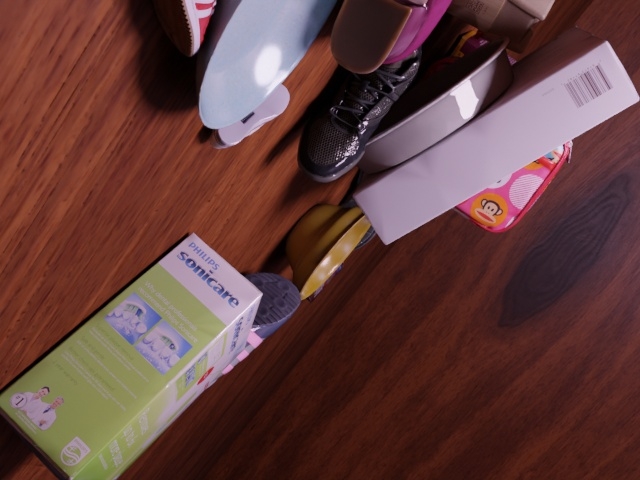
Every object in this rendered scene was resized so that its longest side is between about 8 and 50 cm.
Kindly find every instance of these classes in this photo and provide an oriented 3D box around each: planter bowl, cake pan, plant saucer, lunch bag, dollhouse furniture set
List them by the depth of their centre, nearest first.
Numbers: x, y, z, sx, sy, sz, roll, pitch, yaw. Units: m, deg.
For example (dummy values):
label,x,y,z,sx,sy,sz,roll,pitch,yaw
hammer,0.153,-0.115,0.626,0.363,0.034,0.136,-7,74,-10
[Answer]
label,x,y,z,sx,sy,sz,roll,pitch,yaw
plant saucer,-0.045,-0.177,0.551,0.195,0.037,0.195,-51,173,-8
cake pan,0.155,-0.189,1.009,0.293,0.054,0.293,-34,-169,7
dollhouse furniture set,0.309,-0.420,1.069,0.259,0.135,0.262,-57,175,-31
lunch bag,0.283,-0.185,1.233,0.258,0.293,0.120,-56,176,22
planter bowl,0.000,0.000,1.273,0.217,0.090,0.217,-48,169,-12

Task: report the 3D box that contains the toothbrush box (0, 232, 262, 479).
label,x,y,z,sx,sy,sz,roll,pitch,yaw
toothbrush box,-0.216,0.156,0.831,0.283,0.122,0.206,-45,170,-29

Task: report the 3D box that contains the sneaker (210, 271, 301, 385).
label,x,y,z,sx,sy,sz,roll,pitch,yaw
sneaker,-0.162,0.156,1.103,0.319,0.112,0.131,-28,153,-44

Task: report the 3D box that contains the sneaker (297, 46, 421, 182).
label,x,y,z,sx,sy,sz,roll,pitch,yaw
sneaker,0.049,-0.179,0.848,0.227,0.087,0.130,-50,169,-17

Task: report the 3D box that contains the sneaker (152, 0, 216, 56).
label,x,y,z,sx,sy,sz,roll,pitch,yaw
sneaker,-0.074,-0.173,0.446,0.067,0.042,0.118,-42,166,-21

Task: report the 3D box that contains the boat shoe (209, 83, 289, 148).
label,x,y,z,sx,sy,sz,roll,pitch,yaw
boat shoe,-0.072,-0.122,0.690,0.100,0.035,0.035,-48,-162,-30

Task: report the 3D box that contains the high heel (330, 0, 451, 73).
label,x,y,z,sx,sy,sz,roll,pitch,yaw
high heel,0.125,-0.326,0.618,0.377,0.127,0.181,-51,-176,29

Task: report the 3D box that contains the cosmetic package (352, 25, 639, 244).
label,x,y,z,sx,sy,sz,roll,pitch,yaw
cosmetic package,0.244,-0.165,1.030,0.377,0.097,0.284,-31,-166,21

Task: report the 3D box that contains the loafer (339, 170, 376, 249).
label,x,y,z,sx,sy,sz,roll,pitch,yaw
loafer,0.102,-0.083,1.421,0.084,0.096,0.267,-48,170,-44

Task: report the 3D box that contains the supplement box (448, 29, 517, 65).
label,x,y,z,sx,sy,sz,roll,pitch,yaw
supplement box,0.319,-0.290,1.292,0.104,0.188,0.081,-57,172,35
